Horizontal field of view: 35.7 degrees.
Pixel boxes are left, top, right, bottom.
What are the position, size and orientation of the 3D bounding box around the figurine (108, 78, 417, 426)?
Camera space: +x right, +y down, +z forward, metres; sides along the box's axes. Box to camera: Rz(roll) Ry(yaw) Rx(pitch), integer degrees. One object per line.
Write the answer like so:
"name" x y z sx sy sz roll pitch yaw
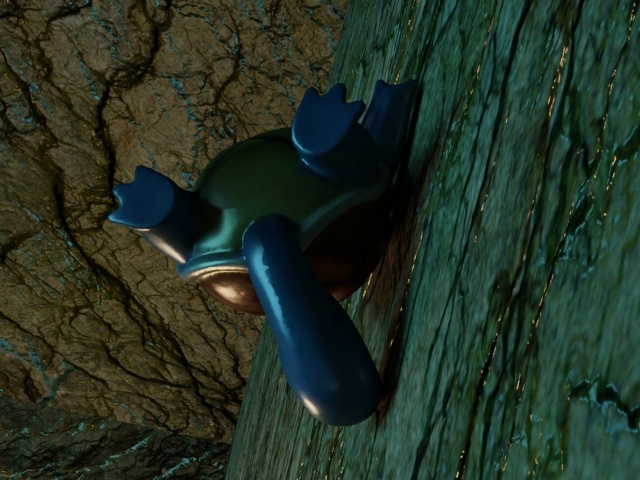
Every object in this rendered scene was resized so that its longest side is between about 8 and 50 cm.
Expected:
"figurine" -0.021 -0.027 0.889 0.298 0.243 0.416 -32 20 10
